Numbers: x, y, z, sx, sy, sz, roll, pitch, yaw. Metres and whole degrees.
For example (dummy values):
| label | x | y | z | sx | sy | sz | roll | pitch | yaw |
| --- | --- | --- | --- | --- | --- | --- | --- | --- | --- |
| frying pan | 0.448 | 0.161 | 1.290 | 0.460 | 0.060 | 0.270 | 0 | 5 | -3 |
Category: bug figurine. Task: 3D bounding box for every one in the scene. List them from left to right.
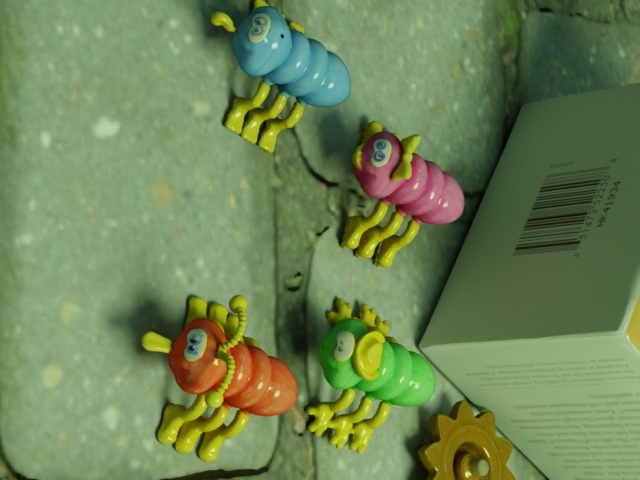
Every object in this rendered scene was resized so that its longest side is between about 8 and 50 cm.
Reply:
| label | x | y | z | sx | sy | sz | roll | pitch | yaw |
| --- | --- | --- | --- | --- | --- | --- | --- | --- | --- |
| bug figurine | 0.000 | 0.000 | 1.080 | 0.216 | 0.072 | 0.279 | 25 | 68 | -41 |

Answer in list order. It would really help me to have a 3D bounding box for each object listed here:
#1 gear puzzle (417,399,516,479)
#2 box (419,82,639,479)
| label | x | y | z | sx | sy | sz | roll | pitch | yaw |
| --- | --- | --- | --- | --- | --- | --- | --- | --- | --- |
| gear puzzle | 0.082 | 0.270 | 1.155 | 0.175 | 0.044 | 0.339 | 9 | 76 | -42 |
| box | 0.260 | 0.083 | 1.260 | 0.345 | 0.168 | 0.215 | 45 | 56 | -32 |
